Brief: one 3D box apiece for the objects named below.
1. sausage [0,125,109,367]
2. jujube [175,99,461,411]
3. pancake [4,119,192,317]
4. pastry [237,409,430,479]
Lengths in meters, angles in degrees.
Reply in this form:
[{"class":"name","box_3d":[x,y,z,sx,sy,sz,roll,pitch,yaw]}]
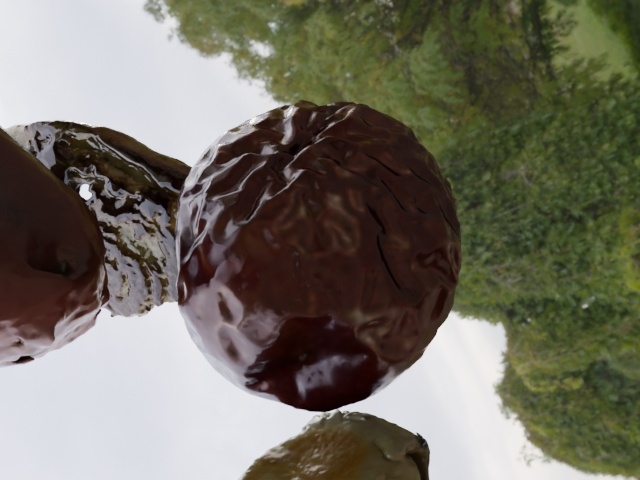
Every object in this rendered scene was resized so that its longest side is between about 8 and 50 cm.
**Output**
[{"class":"sausage","box_3d":[-0.270,-0.025,0.494,0.279,0.152,0.152,43,-158,-9]},{"class":"jujube","box_3d":[0.000,0.000,0.540,0.213,0.213,0.232,53,-155,-34]},{"class":"pancake","box_3d":[-0.205,-0.039,0.714,0.257,0.212,0.056,54,-149,-13]},{"class":"pastry","box_3d":[0.003,0.193,0.493,0.166,0.165,0.088,-74,-35,-64]}]
